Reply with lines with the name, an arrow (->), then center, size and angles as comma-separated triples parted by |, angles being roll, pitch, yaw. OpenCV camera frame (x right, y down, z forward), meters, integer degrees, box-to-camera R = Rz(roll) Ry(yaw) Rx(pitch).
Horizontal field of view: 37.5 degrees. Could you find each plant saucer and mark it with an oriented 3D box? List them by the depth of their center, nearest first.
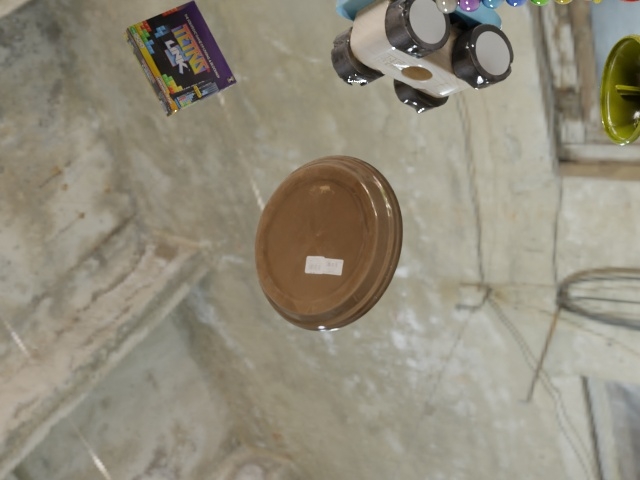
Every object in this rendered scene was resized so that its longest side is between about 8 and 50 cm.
plant saucer -> 0.000, 0.000, 1.447 | 0.041, 0.278, 0.277 | 17, -101, -52

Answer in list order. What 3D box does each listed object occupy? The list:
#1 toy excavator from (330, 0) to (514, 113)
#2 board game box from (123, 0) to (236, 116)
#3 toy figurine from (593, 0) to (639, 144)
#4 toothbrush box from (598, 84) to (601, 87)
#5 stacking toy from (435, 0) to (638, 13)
toy excavator -> 0.143, -0.509, 1.687 | 0.433, 0.222, 0.445 | 20, -109, -28
board game box -> -0.254, -0.330, 1.711 | 0.141, 0.048, 0.170 | -31, -84, -23
toy figurine -> 0.457, -0.292, 1.112 | 0.217, 0.191, 0.362 | 1, -93, -34
toothbrush box -> 0.634, -0.184, 1.542 | 0.216, 0.295, 0.126 | 13, -56, -42
stacking toy -> 0.341, -0.409, 1.414 | 0.141, 0.330, 0.141 | 3, -90, -82
